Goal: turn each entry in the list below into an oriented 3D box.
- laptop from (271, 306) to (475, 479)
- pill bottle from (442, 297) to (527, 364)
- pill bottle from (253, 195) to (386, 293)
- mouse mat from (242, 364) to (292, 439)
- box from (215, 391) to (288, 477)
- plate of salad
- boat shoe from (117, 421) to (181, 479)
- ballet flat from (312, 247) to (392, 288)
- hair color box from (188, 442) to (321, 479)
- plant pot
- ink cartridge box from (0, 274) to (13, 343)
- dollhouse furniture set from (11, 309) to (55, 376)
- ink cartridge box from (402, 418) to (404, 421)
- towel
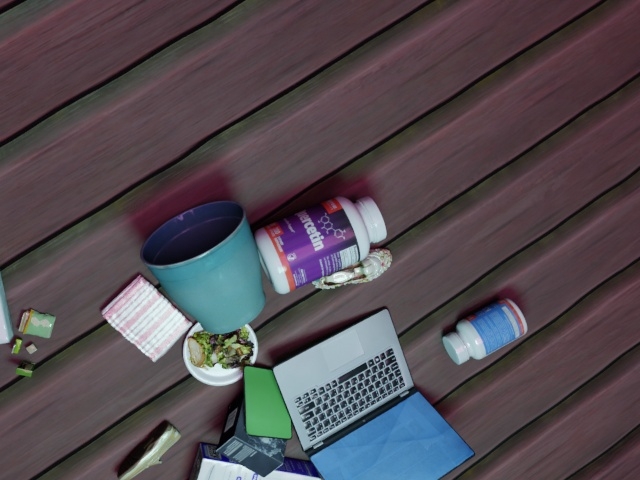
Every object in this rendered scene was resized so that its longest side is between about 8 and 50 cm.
[{"bbox_3d":[0.141,0.451,1.809,0.381,0.236,0.408,-25,102,-23],"label":"laptop"},{"bbox_3d":[0.469,0.265,1.964,0.221,0.124,0.124,-27,104,-10],"label":"pill bottle"},{"bbox_3d":[0.000,0.000,1.771,0.322,0.181,0.182,-24,104,-10],"label":"pill bottle"},{"bbox_3d":[-0.140,0.430,1.813,0.152,0.007,0.190,18,53,-36],"label":"mouse mat"},{"bbox_3d":[-0.173,0.512,1.810,0.158,0.156,0.093,35,123,-17],"label":"box"},{"bbox_3d":[-0.264,0.295,1.820,0.199,0.048,0.200,-2,98,-14],"label":"plate of salad"},{"bbox_3d":[-0.449,0.573,1.810,0.190,0.068,0.072,-43,118,-5],"label":"boat shoe"},{"bbox_3d":[0.094,0.085,1.864,0.240,0.077,0.091,-18,102,-12],"label":"ballet flat"},{"bbox_3d":[-0.189,0.685,1.871,0.338,0.110,0.185,16,95,-18],"label":"hair color box"},{"bbox_3d":[-0.265,0.080,1.689,0.271,0.272,0.255,-27,120,-9],"label":"plant pot"},{"bbox_3d":[-0.929,0.109,1.610,0.323,0.071,0.330,-9,98,-12],"label":"ink cartridge box"},{"bbox_3d":[-0.716,0.253,1.691,0.076,0.058,0.152,17,94,-17],"label":"dollhouse furniture set"},{"bbox_3d":[0.196,0.619,1.967,0.212,0.093,0.154,-42,107,-4],"label":"ink cartridge box"},{"bbox_3d":[-0.448,0.203,1.771,0.144,0.029,0.197,-44,109,-4],"label":"towel"}]
